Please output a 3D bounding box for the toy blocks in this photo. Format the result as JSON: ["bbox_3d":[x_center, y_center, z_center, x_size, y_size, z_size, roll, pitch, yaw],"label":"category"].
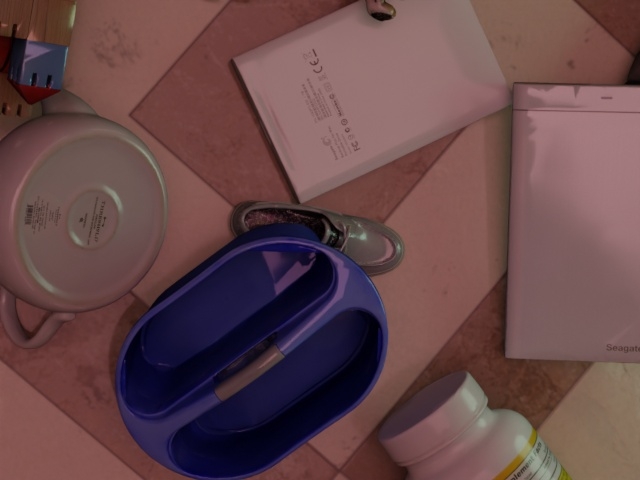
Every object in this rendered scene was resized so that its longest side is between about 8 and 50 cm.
[{"bbox_3d":[-0.370,-0.258,1.776,0.191,0.381,0.261,6,101,-29],"label":"toy blocks"}]

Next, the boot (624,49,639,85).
[{"bbox_3d":[0.571,-0.214,2.045,0.338,0.118,0.222,24,85,-8],"label":"boot"}]

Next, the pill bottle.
[{"bbox_3d":[0.224,0.335,1.958,0.188,0.188,0.334,-38,96,-7],"label":"pill bottle"}]

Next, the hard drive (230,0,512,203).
[{"bbox_3d":[0.068,-0.202,2.000,0.307,0.040,0.203,-26,95,-9],"label":"hard drive"}]

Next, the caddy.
[{"bbox_3d":[-0.082,0.132,1.872,0.341,0.179,0.241,-37,102,8],"label":"caddy"}]

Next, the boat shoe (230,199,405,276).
[{"bbox_3d":[0.000,-0.001,1.970,0.227,0.081,0.079,12,89,-9],"label":"boat shoe"}]

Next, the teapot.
[{"bbox_3d":[-0.319,-0.036,1.872,0.256,0.187,0.252,-46,125,-23],"label":"teapot"}]

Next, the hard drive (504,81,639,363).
[{"bbox_3d":[0.356,-0.021,1.999,0.233,0.047,0.353,2,98,7],"label":"hard drive"}]

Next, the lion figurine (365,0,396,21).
[{"bbox_3d":[0.015,-0.409,1.941,0.392,0.142,0.240,10,75,-4],"label":"lion figurine"}]
